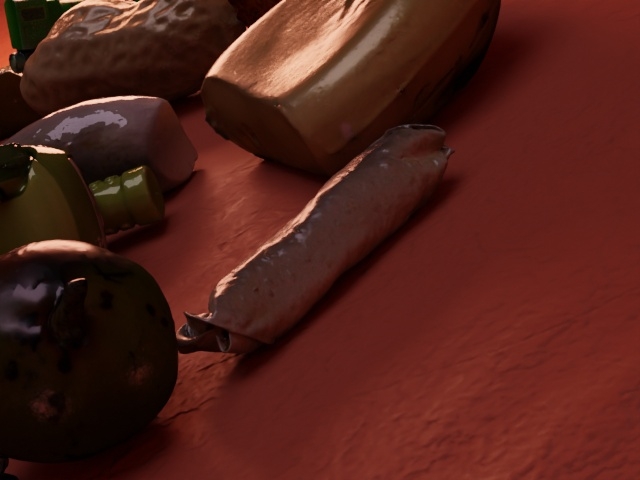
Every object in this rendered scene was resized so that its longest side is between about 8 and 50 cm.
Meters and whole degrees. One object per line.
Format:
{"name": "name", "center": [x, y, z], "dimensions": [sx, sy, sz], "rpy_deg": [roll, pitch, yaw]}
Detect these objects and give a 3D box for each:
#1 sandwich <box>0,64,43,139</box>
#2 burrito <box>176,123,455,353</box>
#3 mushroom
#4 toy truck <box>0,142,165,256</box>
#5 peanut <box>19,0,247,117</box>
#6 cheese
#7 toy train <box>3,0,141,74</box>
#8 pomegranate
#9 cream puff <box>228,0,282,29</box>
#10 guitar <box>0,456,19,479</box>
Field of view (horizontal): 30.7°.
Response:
{"name": "sandwich", "center": [-0.449, -0.195, 1.627], "dimensions": [0.244, 0.088, 0.090], "rpy_deg": [-21, 25, 9]}
{"name": "burrito", "center": [0.000, 0.000, 0.864], "dimensions": [0.082, 0.059, 0.275], "rpy_deg": [-6, 29, 49]}
{"name": "mushroom", "center": [-0.266, -0.067, 1.171], "dimensions": [0.270, 0.118, 0.103], "rpy_deg": [-20, 27, 8]}
{"name": "toy truck", "center": [-0.257, -0.009, 1.036], "dimensions": [0.187, 0.148, 0.210], "rpy_deg": [-18, 5, 22]}
{"name": "peanut", "center": [-0.228, -0.227, 1.419], "dimensions": [0.313, 0.152, 0.152], "rpy_deg": [-10, 29, 30]}
{"name": "cheese", "center": [0.050, -0.195, 1.097], "dimensions": [0.316, 0.128, 0.259], "rpy_deg": [-39, 36, -14]}
{"name": "toy train", "center": [-0.300, -0.282, 1.570], "dimensions": [0.251, 0.119, 0.085], "rpy_deg": [-16, 18, -28]}
{"name": "pomegranate", "center": [-0.187, 0.069, 0.793], "dimensions": [0.156, 0.156, 0.220], "rpy_deg": [-36, 22, -23]}
{"name": "cream puff", "center": [0.010, -0.293, 1.318], "dimensions": [0.240, 0.164, 0.240], "rpy_deg": [-12, 38, 9]}
{"name": "guitar", "center": [-0.303, 0.141, 0.699], "dimensions": [0.271, 0.038, 0.084], "rpy_deg": [5, 8, -42]}
